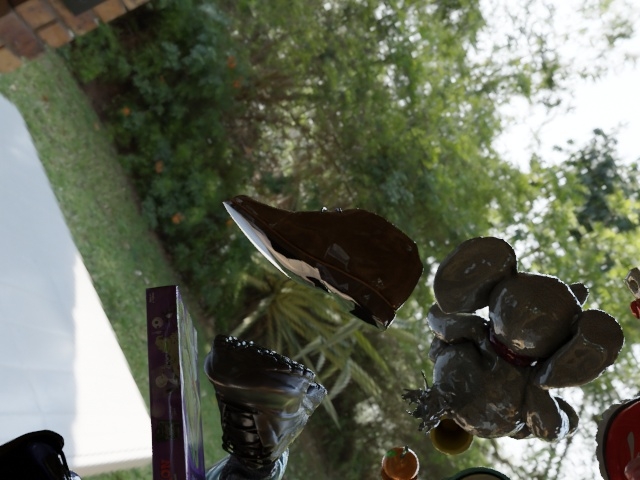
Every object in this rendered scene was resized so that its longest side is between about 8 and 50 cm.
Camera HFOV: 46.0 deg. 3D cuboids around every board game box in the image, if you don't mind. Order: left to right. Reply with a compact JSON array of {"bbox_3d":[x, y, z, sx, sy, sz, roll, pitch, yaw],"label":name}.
[{"bbox_3d":[-0.190,0.257,1.014,0.208,0.056,0.346,102,-18,-65],"label":"board game box"}]

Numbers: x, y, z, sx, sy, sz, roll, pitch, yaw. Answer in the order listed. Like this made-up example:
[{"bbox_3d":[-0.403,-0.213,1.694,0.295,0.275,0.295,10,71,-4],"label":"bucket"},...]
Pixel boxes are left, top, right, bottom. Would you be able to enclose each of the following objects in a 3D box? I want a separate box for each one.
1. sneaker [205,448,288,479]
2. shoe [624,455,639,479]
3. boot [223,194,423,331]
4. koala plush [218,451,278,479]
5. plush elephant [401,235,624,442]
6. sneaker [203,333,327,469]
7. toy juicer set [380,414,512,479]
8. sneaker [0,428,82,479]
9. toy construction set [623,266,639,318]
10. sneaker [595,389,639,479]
[{"bbox_3d":[-0.227,0.555,1.613,0.135,0.366,0.150,48,-1,-2],"label":"sneaker"},{"bbox_3d":[0.473,0.304,0.959,0.081,0.178,0.063,57,-41,47],"label":"shoe"},{"bbox_3d":[0.000,0.000,0.993,0.305,0.115,0.112,30,-17,32],"label":"boot"},{"bbox_3d":[-0.097,0.480,1.209,0.221,0.203,0.196,25,27,20],"label":"koala plush"},{"bbox_3d":[0.276,0.137,1.052,0.272,0.255,0.330,49,27,24],"label":"plush elephant"},{"bbox_3d":[-0.068,0.196,0.869,0.109,0.130,0.286,20,-17,22],"label":"sneaker"},{"bbox_3d":[0.230,0.448,1.222,0.329,0.209,0.089,54,10,-3],"label":"toy juicer set"},{"bbox_3d":[-0.330,0.296,0.836,0.315,0.182,0.127,44,28,-66],"label":"sneaker"},{"bbox_3d":[0.574,0.053,0.964,0.151,0.328,0.214,55,10,-77],"label":"toy construction set"},{"bbox_3d":[0.494,0.258,1.064,0.118,0.279,0.107,-19,-78,59],"label":"sneaker"}]
